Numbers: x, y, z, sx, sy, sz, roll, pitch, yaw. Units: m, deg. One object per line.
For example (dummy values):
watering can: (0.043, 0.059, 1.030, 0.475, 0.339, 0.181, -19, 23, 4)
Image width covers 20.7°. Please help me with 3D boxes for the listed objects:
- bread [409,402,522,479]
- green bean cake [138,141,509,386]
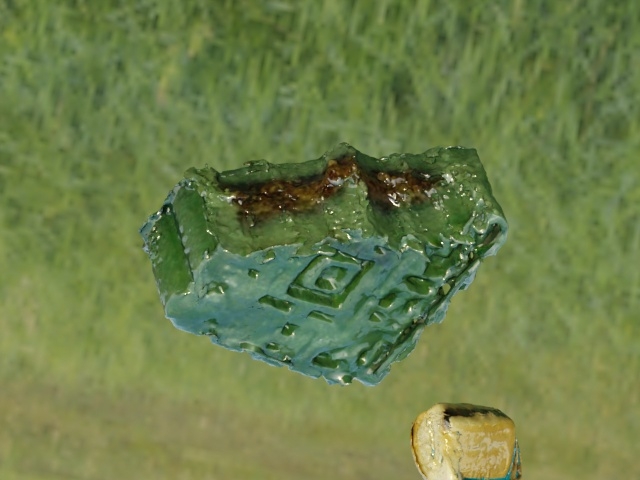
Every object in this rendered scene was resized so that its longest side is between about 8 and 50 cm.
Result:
bread: (0.108, 0.156, 1.297, 0.053, 0.072, 0.106, -13, 163, 32)
green bean cake: (0.000, 0.000, 1.228, 0.208, 0.107, 0.193, 21, 126, -31)
